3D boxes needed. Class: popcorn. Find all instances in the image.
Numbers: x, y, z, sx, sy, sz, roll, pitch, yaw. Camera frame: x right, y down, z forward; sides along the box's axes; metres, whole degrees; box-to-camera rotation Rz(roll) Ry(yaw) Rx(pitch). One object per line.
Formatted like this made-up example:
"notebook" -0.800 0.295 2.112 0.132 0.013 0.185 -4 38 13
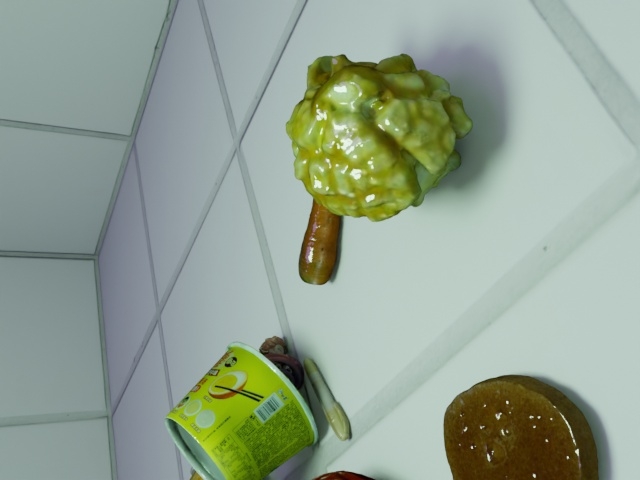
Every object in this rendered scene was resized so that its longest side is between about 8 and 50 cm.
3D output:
"popcorn" 0.087 -0.168 1.096 0.335 0.274 0.279 -7 50 61

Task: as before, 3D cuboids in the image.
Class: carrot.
"carrot" 0.000 0.000 1.443 0.087 0.087 0.194 22 105 60

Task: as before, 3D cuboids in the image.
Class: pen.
"pen" 0.012 0.340 1.441 0.040 0.032 0.233 -49 41 15

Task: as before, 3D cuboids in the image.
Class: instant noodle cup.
"instant noodle cup" -0.189 0.409 1.464 0.311 0.221 0.311 35 145 29

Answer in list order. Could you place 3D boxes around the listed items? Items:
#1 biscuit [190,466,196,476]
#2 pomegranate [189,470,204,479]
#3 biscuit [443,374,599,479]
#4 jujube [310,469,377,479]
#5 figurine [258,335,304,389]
"biscuit" -0.363 0.756 2.063 0.181 0.049 0.208 50 130 50
"pomegranate" -0.253 0.674 1.683 0.248 0.248 0.248 -10 78 61
"biscuit" 0.279 0.322 0.936 0.273 0.049 0.257 -20 73 61
"jujube" 0.070 0.534 1.153 0.318 0.223 0.223 -3 84 53
"figurine" -0.117 0.301 1.597 0.114 0.126 0.157 -40 37 -5
